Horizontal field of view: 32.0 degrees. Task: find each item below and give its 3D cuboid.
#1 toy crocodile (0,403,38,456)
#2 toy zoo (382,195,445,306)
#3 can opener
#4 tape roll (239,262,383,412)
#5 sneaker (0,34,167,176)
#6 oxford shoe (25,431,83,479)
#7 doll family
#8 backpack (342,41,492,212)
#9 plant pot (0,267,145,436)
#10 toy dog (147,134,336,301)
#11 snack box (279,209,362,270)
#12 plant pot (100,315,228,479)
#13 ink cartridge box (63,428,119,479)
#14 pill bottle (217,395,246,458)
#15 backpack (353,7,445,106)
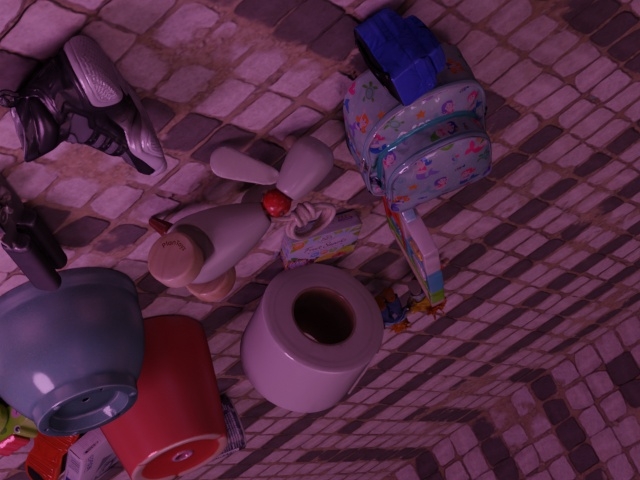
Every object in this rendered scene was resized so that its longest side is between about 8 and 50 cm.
[{"bbox_3d":[-0.648,0.391,2.123,0.341,0.105,0.115,-29,154,4],"label":"toy crocodile"},{"bbox_3d":[0.162,-0.015,2.009,0.030,0.192,0.293,-26,154,-3],"label":"toy zoo"},{"bbox_3d":[-0.454,-0.012,1.618,0.095,0.075,0.283,6,155,8],"label":"can opener"},{"bbox_3d":[-0.019,0.188,2.163,0.246,0.246,0.169,-11,150,-29],"label":"tape roll"},{"bbox_3d":[-0.308,-0.147,1.445,0.153,0.101,0.268,-27,148,2],"label":"sneaker"},{"bbox_3d":[-0.528,0.389,2.283,0.271,0.097,0.098,-57,174,38],"label":"oxford shoe"},{"bbox_3d":[0.177,0.136,2.387,0.263,0.118,0.163,-29,154,5],"label":"doll family"},{"bbox_3d":[0.151,-0.177,1.720,0.225,0.191,0.253,-23,149,-5],"label":"backpack"},{"bbox_3d":[-0.420,0.207,1.886,0.293,0.196,0.293,-21,153,-11],"label":"plant pot"},{"bbox_3d":[-0.144,-0.052,1.759,0.334,0.161,0.220,-34,154,-18],"label":"toy dog"},{"bbox_3d":[0.000,0.000,2.064,0.141,0.037,0.100,-16,151,-19],"label":"snack box"},{"bbox_3d":[-0.307,0.313,2.133,0.275,0.243,0.275,-21,154,-11],"label":"plant pot"},{"bbox_3d":[-0.438,0.418,2.327,0.224,0.045,0.223,-43,166,-34],"label":"ink cartridge box"},{"bbox_3d":[-0.301,0.451,2.525,0.246,0.130,0.130,-19,153,-13],"label":"pill bottle"},{"bbox_3d":[0.111,-0.267,1.576,0.101,0.120,0.098,-35,152,-3],"label":"backpack"}]
